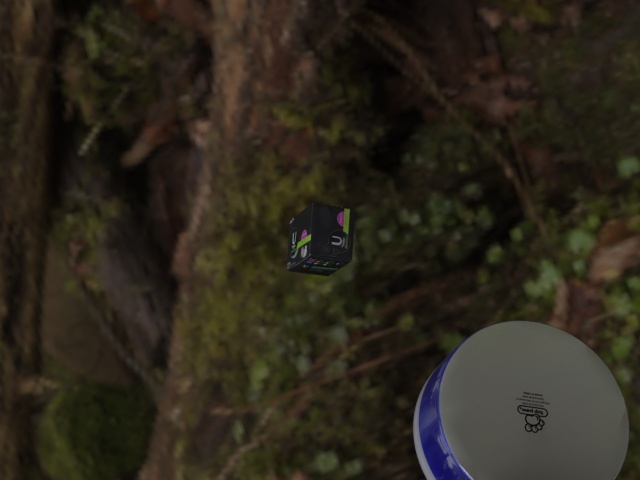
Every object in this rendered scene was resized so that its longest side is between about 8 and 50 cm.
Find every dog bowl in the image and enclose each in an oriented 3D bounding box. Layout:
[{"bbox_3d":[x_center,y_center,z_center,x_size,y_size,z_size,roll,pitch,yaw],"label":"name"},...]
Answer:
[{"bbox_3d":[0.259,0.241,2.014,0.265,0.265,0.104,63,156,17],"label":"dog bowl"}]

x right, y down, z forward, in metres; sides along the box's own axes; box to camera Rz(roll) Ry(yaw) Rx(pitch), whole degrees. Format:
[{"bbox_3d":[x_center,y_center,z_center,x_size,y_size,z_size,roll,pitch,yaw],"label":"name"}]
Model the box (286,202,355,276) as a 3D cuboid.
[{"bbox_3d":[0.000,0.000,1.729,0.083,0.052,0.062,143,132,-67],"label":"box"}]
